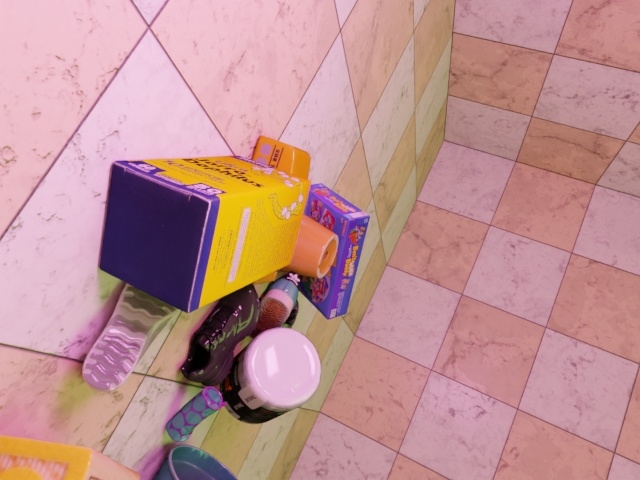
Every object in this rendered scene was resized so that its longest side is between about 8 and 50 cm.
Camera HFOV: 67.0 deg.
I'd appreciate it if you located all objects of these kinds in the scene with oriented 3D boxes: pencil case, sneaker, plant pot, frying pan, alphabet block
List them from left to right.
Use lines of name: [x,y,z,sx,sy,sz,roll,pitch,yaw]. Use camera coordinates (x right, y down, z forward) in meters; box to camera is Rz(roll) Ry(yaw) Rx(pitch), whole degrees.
alphabet block: [-0.419,0.420,0.723,0.197,0.193,0.193,86,10,-54]
sneaker: [-0.344,0.148,0.896,0.115,0.105,0.281,-37,-162,52]
plant pot: [-0.354,0.712,1.219,0.255,0.272,0.271,-50,159,-5]
pencil case: [-0.312,0.434,1.206,0.152,0.070,0.064,-44,-169,14]
sneaker: [-0.246,0.227,1.198,0.286,0.109,0.130,-68,155,-8]
sneaker: [-0.129,0.189,1.345,0.121,0.108,0.302,-56,-175,-39]
frying pan: [-0.095,0.225,1.486,0.326,0.053,0.197,-49,-165,47]
plant pot: [-0.061,0.013,1.329,0.205,0.188,0.205,-54,157,-36]

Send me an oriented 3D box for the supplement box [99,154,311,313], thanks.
supplement box: [-0.193,-0.037,0.904,0.357,0.194,0.195,-25,134,-64]

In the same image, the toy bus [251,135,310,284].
toy bus: [-0.126,-0.068,1.153,0.108,0.130,0.332,-3,113,-71]

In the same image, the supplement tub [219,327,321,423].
supplement tub: [-0.151,0.379,1.314,0.207,0.207,0.338,-53,-177,-38]

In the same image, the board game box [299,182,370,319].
board game box: [0.013,0.031,1.473,0.078,0.233,0.346,-12,127,-35]
